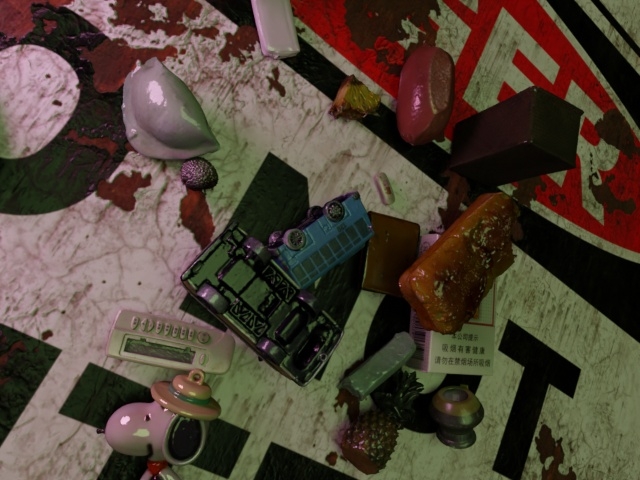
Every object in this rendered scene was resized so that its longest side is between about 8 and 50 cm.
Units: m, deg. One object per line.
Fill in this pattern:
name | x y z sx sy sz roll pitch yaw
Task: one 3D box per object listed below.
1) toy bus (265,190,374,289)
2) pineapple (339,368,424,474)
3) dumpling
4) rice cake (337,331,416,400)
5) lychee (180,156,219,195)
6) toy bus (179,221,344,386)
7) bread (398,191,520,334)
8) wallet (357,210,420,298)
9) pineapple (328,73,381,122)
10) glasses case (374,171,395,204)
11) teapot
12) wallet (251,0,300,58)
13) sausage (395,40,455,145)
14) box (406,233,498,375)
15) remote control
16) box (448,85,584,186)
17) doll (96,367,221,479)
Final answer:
toy bus | 0.000 0.000 0.973 0.234 0.116 0.134 -36 101 -22
pineapple | 0.153 0.400 1.024 0.125 0.125 0.251 53 57 -12
dumpling | -0.292 -0.235 0.868 0.217 0.149 0.105 48 36 -5
rice cake | 0.137 0.288 1.031 0.206 0.069 0.063 -32 63 -26
lychee | -0.241 -0.130 0.897 0.083 0.068 0.067 66 23 -3
toy bus | -0.121 0.127 0.865 0.305 0.179 0.143 46 66 -15
bread | 0.351 0.047 1.042 0.380 0.109 0.185 -41 102 -25
wallet | 0.164 0.037 1.092 0.160 0.042 0.196 14 77 -29
pineapple | 0.082 -0.340 1.078 0.137 0.069 0.117 -14 86 -35
glasses case | 0.160 -0.128 1.112 0.032 0.021 0.083 -25 96 -24
teapot | 0.337 0.422 1.103 0.165 0.130 0.120 -25 114 -57
wallet | -0.104 -0.503 1.013 0.095 0.033 0.190 -10 89 -25
sausage | 0.266 -0.369 1.126 0.148 0.148 0.255 5 80 -25
box | 0.336 0.162 1.133 0.210 0.095 0.331 10 79 -25
remote control | -0.279 0.198 0.852 0.230 0.049 0.090 19 66 -24
box | 0.488 -0.247 1.142 0.184 0.273 0.143 16 78 -23
doll | -0.262 0.388 0.811 0.207 0.144 0.272 -21 91 -5
